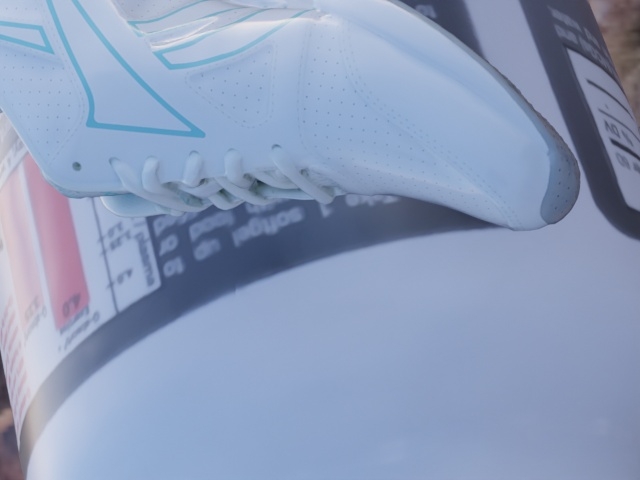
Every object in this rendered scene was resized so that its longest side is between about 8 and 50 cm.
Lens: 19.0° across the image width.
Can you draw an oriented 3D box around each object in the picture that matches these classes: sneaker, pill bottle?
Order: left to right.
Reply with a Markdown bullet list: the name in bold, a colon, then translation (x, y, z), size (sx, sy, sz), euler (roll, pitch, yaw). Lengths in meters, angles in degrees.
- **sneaker**: translation (-0.020, -0.027, 0.383), size (0.152, 0.053, 0.061), euler (24, 78, 26)
- **pill bottle**: translation (0.000, 0.000, 0.598), size (0.210, 0.210, 0.363), euler (-45, 49, 40)
